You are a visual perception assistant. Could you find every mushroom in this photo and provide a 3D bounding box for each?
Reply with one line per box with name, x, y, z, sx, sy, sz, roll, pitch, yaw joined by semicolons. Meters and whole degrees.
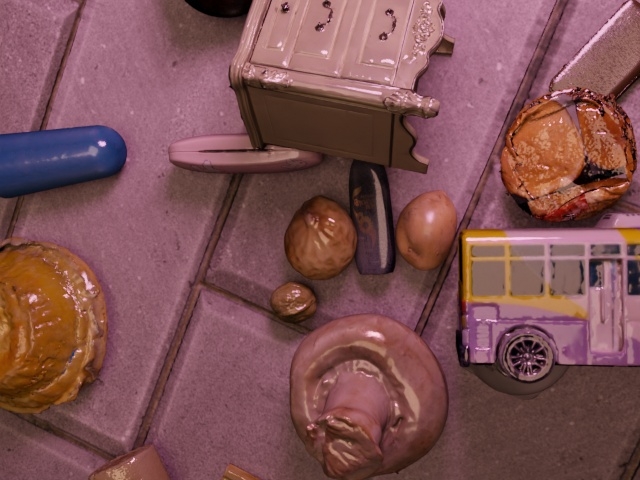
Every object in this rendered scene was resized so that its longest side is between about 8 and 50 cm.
mushroom;0.074;0.278;1.144;0.298;0.290;0.297;1;95;12

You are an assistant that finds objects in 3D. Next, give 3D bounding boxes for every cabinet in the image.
cabinet;0.055;-0.299;1.090;0.318;0.227;0.289;12;69;10

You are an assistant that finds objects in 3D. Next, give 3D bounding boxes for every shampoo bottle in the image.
shampoo bottle;0.095;-0.054;1.231;0.087;0.049;0.233;-2;94;41

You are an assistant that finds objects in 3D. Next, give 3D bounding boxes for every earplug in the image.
earplug;-0.524;-0.168;1.334;0.273;0.132;0.132;-7;93;10

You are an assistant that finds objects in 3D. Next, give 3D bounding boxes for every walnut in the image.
walnut;-0.052;0.119;1.269;0.092;0.092;0.092;1;94;13

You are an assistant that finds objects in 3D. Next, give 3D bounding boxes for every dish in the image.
dish;0.354;0.176;1.182;0.224;0.078;0.246;-10;92;14

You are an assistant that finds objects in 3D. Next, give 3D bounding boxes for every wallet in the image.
wallet;0.498;-0.306;1.137;0.110;0.031;0.198;43;102;7

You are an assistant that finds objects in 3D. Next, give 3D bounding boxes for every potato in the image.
potato;0.194;-0.018;1.191;0.112;0.112;0.147;11;104;12

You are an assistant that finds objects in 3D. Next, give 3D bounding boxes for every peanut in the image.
peanut;0.000;0.000;1.233;0.140;0.109;0.159;56;131;33

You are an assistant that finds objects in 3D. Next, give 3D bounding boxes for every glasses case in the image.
glasses case;-0.142;-0.164;1.251;0.297;0.113;0.075;0;92;13

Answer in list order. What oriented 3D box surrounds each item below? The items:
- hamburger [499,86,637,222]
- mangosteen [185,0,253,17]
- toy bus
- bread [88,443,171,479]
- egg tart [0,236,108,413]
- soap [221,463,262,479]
hamburger;0.418;-0.143;1.121;0.231;0.107;0.230;8;107;26
mangosteen;-0.180;-0.520;1.182;0.216;0.216;0.216;1;94;13
toy bus;0.435;0.082;1.023;0.440;0.209;0.249;-1;89;10
bread;-0.380;0.508;1.345;0.148;0.134;0.141;-28;87;26
egg tart;-0.626;0.182;1.367;0.388;0.169;0.387;0;91;16
soap;-0.097;0.549;1.333;0.252;0.037;0.092;23;98;10
